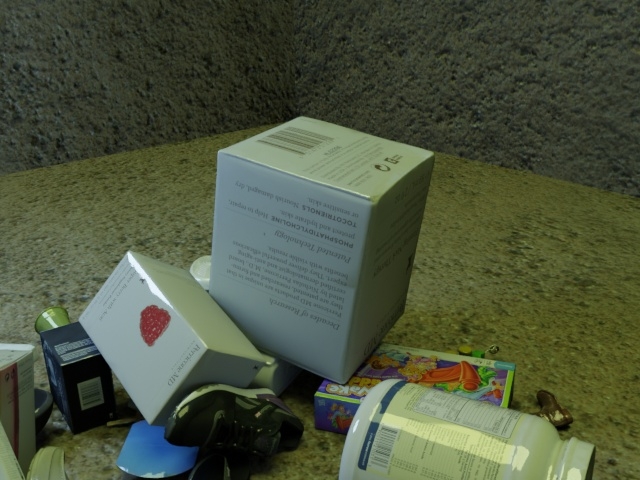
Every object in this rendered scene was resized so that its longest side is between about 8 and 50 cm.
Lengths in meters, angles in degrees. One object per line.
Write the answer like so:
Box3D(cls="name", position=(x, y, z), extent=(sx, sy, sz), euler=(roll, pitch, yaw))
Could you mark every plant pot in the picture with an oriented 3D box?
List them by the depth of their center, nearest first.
Box3D(cls="plant pot", position=(-0.610, 0.209, 1.684), extent=(0.083, 0.083, 0.079), euler=(-18, 40, -38))

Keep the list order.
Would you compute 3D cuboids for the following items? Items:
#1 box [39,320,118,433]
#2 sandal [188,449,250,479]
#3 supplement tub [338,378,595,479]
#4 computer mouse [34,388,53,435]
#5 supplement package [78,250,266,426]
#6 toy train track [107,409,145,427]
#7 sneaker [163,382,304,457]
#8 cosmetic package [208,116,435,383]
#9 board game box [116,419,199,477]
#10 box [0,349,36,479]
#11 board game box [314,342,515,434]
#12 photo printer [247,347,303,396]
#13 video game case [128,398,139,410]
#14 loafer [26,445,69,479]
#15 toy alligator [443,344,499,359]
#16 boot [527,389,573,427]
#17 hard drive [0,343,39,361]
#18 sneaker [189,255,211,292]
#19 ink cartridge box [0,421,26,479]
Box3D(cls="box", position=(-0.473, 0.264, 1.415), extent=(0.093, 0.155, 0.158), euler=(-15, 25, -30))
Box3D(cls="sandal", position=(-0.182, 0.407, 1.176), extent=(0.097, 0.054, 0.254), euler=(4, 22, 12))
Box3D(cls="supplement tub", position=(0.215, 0.352, 1.062), extent=(0.325, 0.235, 0.235), euler=(11, 24, 26))
Box3D(cls="computer mouse", position=(-0.617, 0.346, 1.340), extent=(0.273, 0.072, 0.188), euler=(-11, 22, 6))
Box3D(cls="supplement package", position=(-0.278, 0.186, 1.343), extent=(0.293, 0.177, 0.175), euler=(42, 8, 35))
Box3D(cls="toy train track", position=(-0.367, 0.350, 1.389), extent=(0.083, 0.014, 0.048), euler=(-9, 29, -6))
Box3D(cls="sneaker", position=(-0.133, 0.318, 1.247), extent=(0.124, 0.107, 0.283), euler=(29, 12, 35))
Box3D(cls="cosmetic package", position=(0.000, 0.000, 1.468), extent=(0.328, 0.393, 0.329), euler=(19, 29, 21))
Box3D(cls="board game box", position=(-0.282, 0.378, 1.287), extent=(0.133, 0.033, 0.168), euler=(4, 22, 0))
Box3D(cls="box", position=(-0.562, 0.303, 1.179), extent=(0.149, 0.232, 0.127), euler=(1, 6, 1))
Box3D(cls="board game box", position=(0.190, 0.302, 1.407), extent=(0.348, 0.078, 0.233), euler=(7, 23, 18))
Box3D(cls="photo printer", position=(-0.181, 0.221, 1.584), extent=(0.308, 0.107, 0.256), euler=(10, 24, 24))
Box3D(cls="video game case", position=(-0.259, 0.271, 1.432), extent=(0.202, 0.023, 0.183), euler=(9, 62, 24))
Box3D(cls="loafer", position=(-0.381, 0.427, 1.072), extent=(0.112, 0.111, 0.319), euler=(-3, 28, -20))
Box3D(cls="toy alligator", position=(0.320, 0.260, 1.543), extent=(0.190, 0.056, 0.051), euler=(-11, 23, -24))
Box3D(cls="boot", position=(0.408, 0.333, 1.391), extent=(0.114, 0.037, 0.106), euler=(-12, 21, -16))
Box3D(cls="hard drive", position=(-0.714, 0.296, 1.367), extent=(0.203, 0.040, 0.307), euler=(-3, 25, 25))
Box3D(cls="sneaker", position=(-0.233, 0.107, 1.807), extent=(0.131, 0.148, 0.350), euler=(8, 12, 10))
Box3D(cls="ink cartridge box", position=(-0.578, 0.329, 1.083), extent=(0.223, 0.223, 0.045), euler=(-31, -14, 4))
